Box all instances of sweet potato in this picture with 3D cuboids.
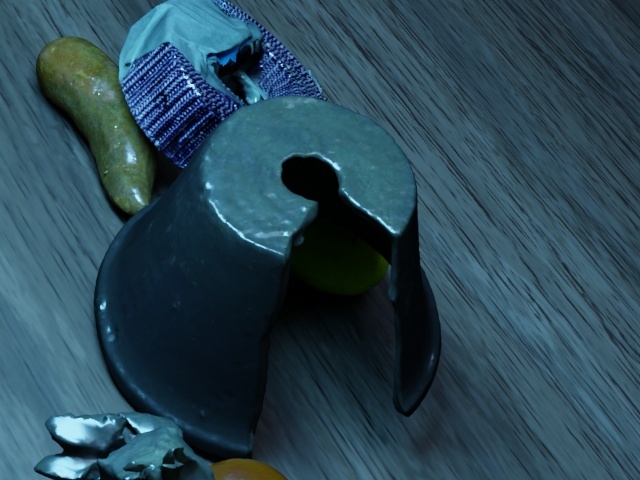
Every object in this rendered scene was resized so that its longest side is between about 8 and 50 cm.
[{"bbox_3d":[-0.244,-0.139,2.204,0.097,0.097,0.292,-6,47,-36],"label":"sweet potato"}]

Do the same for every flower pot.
[{"bbox_3d":[-0.039,0.005,1.950,0.379,0.251,0.379,6,50,-7],"label":"flower pot"}]

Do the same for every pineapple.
[{"bbox_3d":[-0.172,0.251,1.539,0.223,0.357,0.223,16,40,-14],"label":"pineapple"}]

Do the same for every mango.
[{"bbox_3d":[0.004,-0.003,2.185,0.163,0.089,0.117,35,42,14],"label":"mango"}]

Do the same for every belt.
[{"bbox_3d":[-0.113,-0.170,2.243,0.260,0.122,0.325,47,24,0],"label":"belt"}]

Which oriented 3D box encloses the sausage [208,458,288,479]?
[{"bbox_3d":[-0.008,0.324,1.770,0.097,0.094,0.348,-4,45,-40],"label":"sausage"}]
